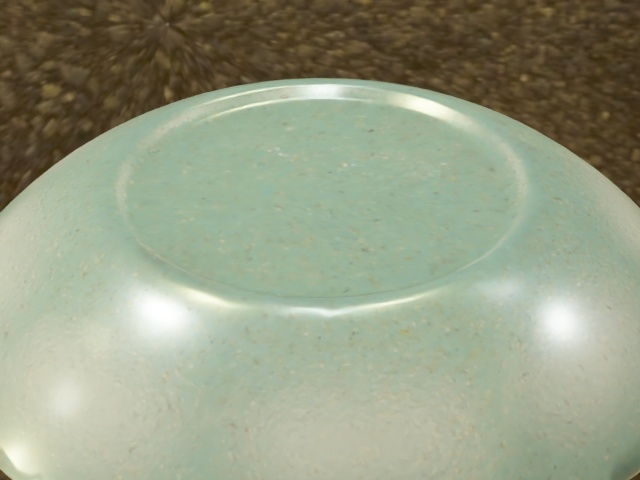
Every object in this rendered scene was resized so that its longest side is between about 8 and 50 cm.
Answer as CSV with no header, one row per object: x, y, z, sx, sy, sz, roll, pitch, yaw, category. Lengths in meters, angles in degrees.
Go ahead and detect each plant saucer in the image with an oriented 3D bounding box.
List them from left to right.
0.000,0.000,0.383,0.195,0.195,0.037,-4,123,-5,plant saucer
